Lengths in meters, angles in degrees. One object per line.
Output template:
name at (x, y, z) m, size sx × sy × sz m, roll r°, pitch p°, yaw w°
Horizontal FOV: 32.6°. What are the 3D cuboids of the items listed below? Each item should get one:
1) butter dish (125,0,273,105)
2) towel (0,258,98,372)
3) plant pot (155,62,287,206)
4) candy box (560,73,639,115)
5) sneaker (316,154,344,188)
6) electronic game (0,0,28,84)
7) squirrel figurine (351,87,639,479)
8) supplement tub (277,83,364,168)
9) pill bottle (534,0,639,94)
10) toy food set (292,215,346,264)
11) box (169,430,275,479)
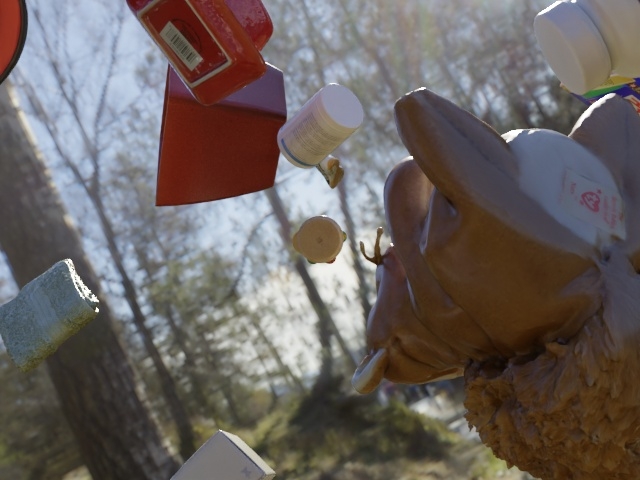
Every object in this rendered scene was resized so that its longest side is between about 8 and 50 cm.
butter dish at (-0.114, -0.253, 1.219) m, size 0.118 × 0.160 × 0.160 m, roll -46°, pitch 16°, yaw -32°
towel at (-0.292, 0.076, 1.153) m, size 0.110 × 0.027 × 0.148 m, roll -41°, pitch 31°, yaw -6°
plant pot at (-0.198, -0.235, 2.193) m, size 0.236 × 0.267 × 0.267 m, roll 6°, pitch -51°, yaw -9°
candy box at (0.598, -0.223, 1.823) m, size 0.122 × 0.317 × 0.268 m, roll -55°, pitch 10°, yaw -2°
sneaker at (0.012, -0.108, 1.639) m, size 0.032 × 0.037 × 0.083 m, roll -51°, pitch -21°, yaw -16°
electronic game at (-0.462, -0.267, 1.292) m, size 0.229 × 0.229 × 0.048 m, roll -28°, pitch 15°, yaw 1°
squirrel figurine at (0.180, 0.087, 1.114) m, size 0.281 × 0.397 × 0.370 m, roll -10°, pitch -26°, yaw -33°
supplement tub at (-0.001, -0.146, 1.418) m, size 0.071 × 0.071 × 0.107 m, roll -23°, pitch -11°, yaw -45°
pill bottle at (0.448, -0.324, 1.475) m, size 0.301 × 0.169 × 0.169 m, roll -31°, pitch -5°, yaw -1°
toy food set at (0.000, 0.000, 1.837) m, size 0.083 × 0.082 × 0.020 m, roll -51°, pitch -9°, yaw 7°
box at (-0.140, 0.351, 1.608) m, size 0.113 × 0.094 × 0.275 m, roll -45°, pitch -9°, yaw -10°
